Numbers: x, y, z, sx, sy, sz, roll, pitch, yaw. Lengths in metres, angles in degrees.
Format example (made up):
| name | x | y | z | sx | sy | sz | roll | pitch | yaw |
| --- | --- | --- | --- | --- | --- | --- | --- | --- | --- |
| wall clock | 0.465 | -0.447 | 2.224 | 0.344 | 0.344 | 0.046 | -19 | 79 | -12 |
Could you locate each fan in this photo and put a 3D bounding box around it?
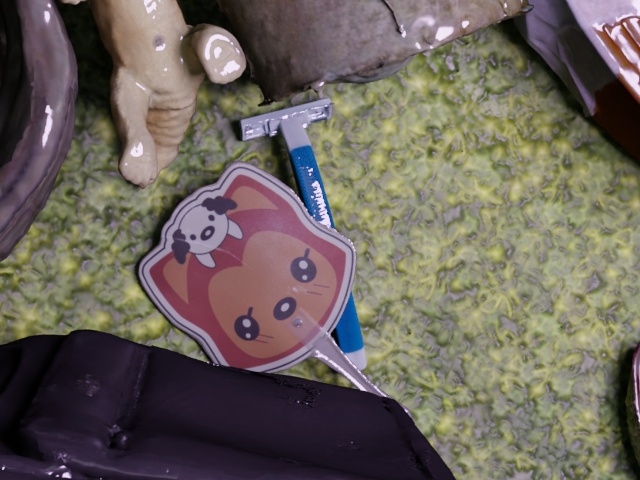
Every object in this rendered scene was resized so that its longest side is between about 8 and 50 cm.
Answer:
| name | x | y | z | sx | sy | sz | roll | pitch | yaw |
| --- | --- | --- | --- | --- | --- | --- | --- | --- | --- |
| fan | -0.019 | 0.052 | 0.922 | 0.220 | 0.009 | 0.132 | 45 | 102 | -1 |

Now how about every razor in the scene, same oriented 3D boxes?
| name | x | y | z | sx | sy | sz | roll | pitch | yaw |
| --- | --- | --- | --- | --- | --- | --- | --- | --- | --- |
| razor | 0.001 | -0.001 | 0.936 | 0.068 | 0.037 | 0.191 | -15 | 89 | -11 |

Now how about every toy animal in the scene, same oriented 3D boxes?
| name | x | y | z | sx | sy | sz | roll | pitch | yaw |
| --- | --- | --- | --- | --- | --- | --- | --- | --- | --- |
| toy animal | -0.114 | -0.129 | 0.861 | 0.103 | 0.101 | 0.218 | -24 | 116 | -17 |

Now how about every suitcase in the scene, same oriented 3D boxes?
| name | x | y | z | sx | sy | sz | roll | pitch | yaw |
| --- | --- | --- | --- | --- | --- | --- | --- | --- | --- |
| suitcase | -0.084 | 0.175 | 0.758 | 0.339 | 0.345 | 0.188 | 12 | 96 | -6 |

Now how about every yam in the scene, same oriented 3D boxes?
| name | x | y | z | sx | sy | sz | roll | pitch | yaw |
| --- | --- | --- | --- | --- | --- | --- | --- | --- | --- |
| yam | -0.007 | -0.243 | 0.875 | 0.195 | 0.195 | 0.300 | -25 | 91 | -9 |

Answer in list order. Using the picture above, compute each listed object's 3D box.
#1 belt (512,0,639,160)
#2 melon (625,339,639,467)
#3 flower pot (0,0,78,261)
| name | x | y | z | sx | sy | sz | roll | pitch | yaw |
| --- | --- | --- | --- | --- | --- | --- | --- | --- | --- |
| belt | 0.255 | -0.174 | 0.925 | 0.217 | 0.122 | 0.338 | -39 | 89 | -1 |
| melon | 0.270 | 0.160 | 0.964 | 0.182 | 0.054 | 0.098 | 42 | 76 | -5 |
| flower pot | -0.296 | -0.082 | 0.804 | 0.302 | 0.213 | 0.301 | 1 | 86 | -11 |
